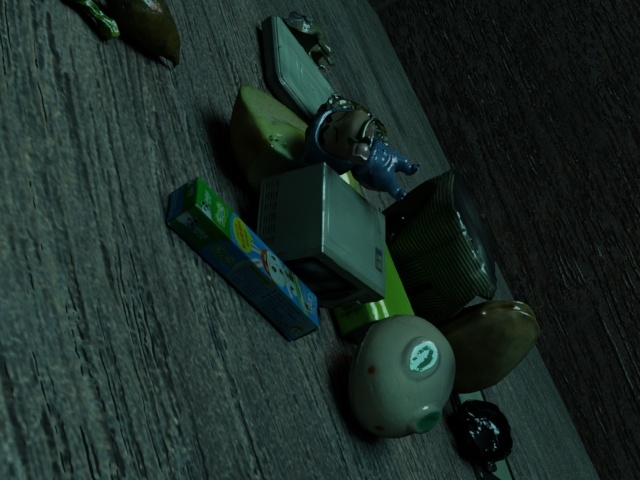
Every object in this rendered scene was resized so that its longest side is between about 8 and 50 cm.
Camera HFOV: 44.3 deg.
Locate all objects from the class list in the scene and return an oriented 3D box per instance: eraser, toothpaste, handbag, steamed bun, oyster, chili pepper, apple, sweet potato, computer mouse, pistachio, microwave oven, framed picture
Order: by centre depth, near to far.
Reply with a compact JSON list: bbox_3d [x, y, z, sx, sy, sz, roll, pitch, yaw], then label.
[{"bbox_3d":[-0.293,-0.294,1.015,0.091,0.030,0.034,43,50,-39],"label":"chili pepper"},{"bbox_3d":[-0.095,0.031,1.028,0.267,0.050,0.065,48,24,-34],"label":"toothpaste"},{"bbox_3d":[-0.260,-0.323,1.075,0.269,0.074,0.075,33,32,-57],"label":"sweet potato"},{"bbox_3d":[0.000,0.000,1.181,0.205,0.129,0.163,38,46,-52],"label":"microwave oven"},{"bbox_3d":[0.132,0.205,1.189,0.228,0.130,0.177,-18,106,-64],"label":"steamed bun"},{"bbox_3d":[-0.061,-0.141,1.274,0.265,0.120,0.193,28,31,-48],"label":"apple"},{"bbox_3d":[0.067,0.049,1.392,0.210,0.092,0.274,28,38,-59],"label":"eraser"},{"bbox_3d":[0.046,-0.191,1.598,0.162,0.158,0.351,22,36,5],"label":"oyster"},{"bbox_3d":[0.330,0.215,1.598,0.212,0.260,0.163,32,42,-41],"label":"pistachio"},{"bbox_3d":[0.343,0.389,1.610,0.241,0.077,0.147,33,31,-56],"label":"computer mouse"},{"bbox_3d":[0.224,0.025,1.621,0.247,0.240,0.341,59,18,-15],"label":"handbag"},{"bbox_3d":[0.352,0.406,1.756,0.265,0.016,0.347,42,26,-46],"label":"framed picture"}]

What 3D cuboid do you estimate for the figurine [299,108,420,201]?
[{"bbox_3d":[0.065,-0.134,1.162,0.178,0.114,0.144,28,-17,-10],"label":"figurine"}]

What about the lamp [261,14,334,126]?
[{"bbox_3d":[-0.040,-0.341,1.765,0.269,0.047,0.267,47,26,-40],"label":"lamp"}]

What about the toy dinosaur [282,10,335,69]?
[{"bbox_3d":[-0.028,-0.517,2.041,0.162,0.077,0.294,57,3,1],"label":"toy dinosaur"}]
